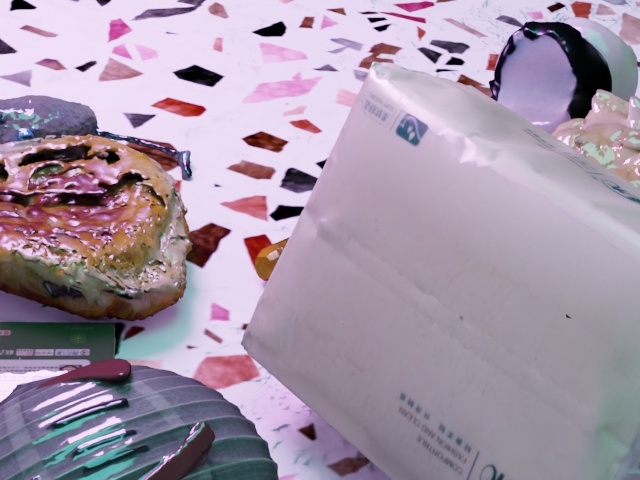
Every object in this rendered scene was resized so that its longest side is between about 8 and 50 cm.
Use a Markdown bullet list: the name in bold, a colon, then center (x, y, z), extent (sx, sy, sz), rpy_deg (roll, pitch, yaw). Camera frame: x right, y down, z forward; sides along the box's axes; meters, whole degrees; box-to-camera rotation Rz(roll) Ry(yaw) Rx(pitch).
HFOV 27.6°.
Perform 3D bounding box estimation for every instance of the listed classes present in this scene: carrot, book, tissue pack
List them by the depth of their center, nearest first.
- **tissue pack**: center (0.156, 0.067, 1.055), extent (0.207, 0.297, 0.380), rpy_deg (4, 24, -48)
- **book**: center (-0.281, 0.161, 1.118), extent (0.202, 0.027, 0.264), rpy_deg (1, 35, -8)
- **carrot**: center (0.000, 0.000, 1.371), extent (0.042, 0.042, 0.170), rpy_deg (30, 40, 31)

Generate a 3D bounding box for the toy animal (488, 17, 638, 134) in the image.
- **toy animal**: center (0.298, -0.187, 1.588), extent (0.179, 0.166, 0.138), rpy_deg (-14, 45, -44)

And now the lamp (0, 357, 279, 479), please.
- **lamp**: center (-0.158, 0.198, 0.907), extent (0.265, 0.233, 0.233), rpy_deg (-32, 47, -14)

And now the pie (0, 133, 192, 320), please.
- **pie**: center (-0.263, -0.024, 1.322), extent (0.308, 0.085, 0.308), rpy_deg (2, 33, -1)

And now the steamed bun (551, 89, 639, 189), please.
- **steamed bun**: center (0.380, -0.058, 1.396), extent (0.292, 0.137, 0.295), rpy_deg (37, 44, 19)

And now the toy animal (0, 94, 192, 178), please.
- **toy animal**: center (-0.272, -0.117, 1.487), extent (0.253, 0.070, 0.079), rpy_deg (10, 69, -13)
